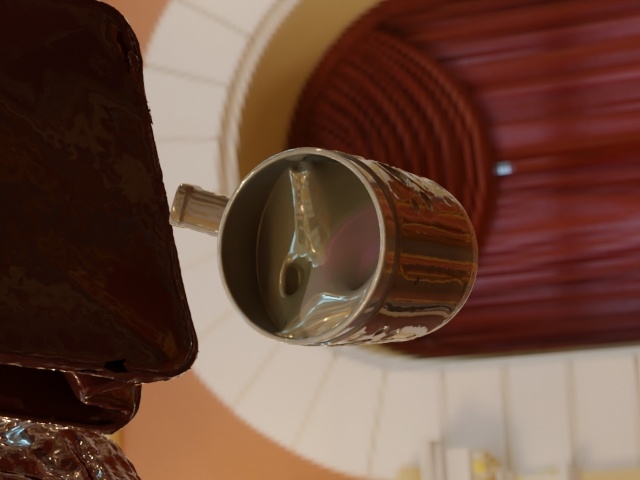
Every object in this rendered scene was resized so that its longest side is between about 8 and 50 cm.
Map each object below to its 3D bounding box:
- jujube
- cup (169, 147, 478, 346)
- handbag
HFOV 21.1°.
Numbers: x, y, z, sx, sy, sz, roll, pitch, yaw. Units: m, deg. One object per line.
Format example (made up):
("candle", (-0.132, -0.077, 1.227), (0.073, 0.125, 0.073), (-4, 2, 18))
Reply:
("jujube", (-0.208, 0.225, 1.268), (0.197, 0.290, 0.197), (-8, -76, -35))
("cup", (0.002, 0.008, 0.686), (0.099, 0.102, 0.074), (8, -108, -62))
("handbag", (-0.204, -0.031, 0.895), (0.275, 0.084, 0.260), (14, -128, -39))
